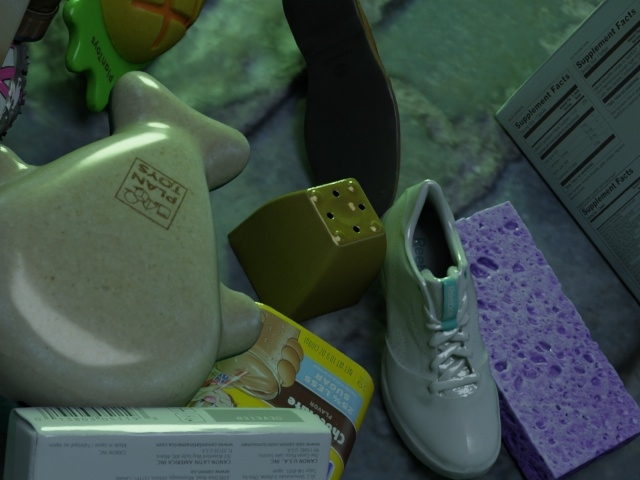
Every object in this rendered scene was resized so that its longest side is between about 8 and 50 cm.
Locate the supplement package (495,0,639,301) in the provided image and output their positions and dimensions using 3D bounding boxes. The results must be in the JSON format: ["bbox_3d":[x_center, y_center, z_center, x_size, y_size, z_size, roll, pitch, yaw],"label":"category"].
[{"bbox_3d":[0.328,-0.085,1.474,0.199,0.198,0.262,-28,77,-41],"label":"supplement package"}]

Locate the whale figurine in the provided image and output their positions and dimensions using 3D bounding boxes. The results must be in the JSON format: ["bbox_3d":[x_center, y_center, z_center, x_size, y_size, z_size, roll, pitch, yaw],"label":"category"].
[{"bbox_3d":[-0.139,0.016,1.145,0.216,0.141,0.272,31,46,-10],"label":"whale figurine"}]

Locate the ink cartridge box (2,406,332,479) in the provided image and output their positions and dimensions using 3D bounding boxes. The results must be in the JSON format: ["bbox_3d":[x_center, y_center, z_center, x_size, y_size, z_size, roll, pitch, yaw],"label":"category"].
[{"bbox_3d":[-0.096,0.208,1.043,0.181,0.056,0.224,3,102,-25],"label":"ink cartridge box"}]

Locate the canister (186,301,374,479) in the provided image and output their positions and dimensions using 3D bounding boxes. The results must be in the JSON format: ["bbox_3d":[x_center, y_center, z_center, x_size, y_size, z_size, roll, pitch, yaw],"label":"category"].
[{"bbox_3d":[-0.043,0.135,1.172,0.126,0.073,0.170,33,46,-10],"label":"canister"}]

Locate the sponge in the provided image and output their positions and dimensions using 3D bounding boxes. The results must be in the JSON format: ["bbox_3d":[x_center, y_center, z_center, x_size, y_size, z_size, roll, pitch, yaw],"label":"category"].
[{"bbox_3d":[0.152,0.077,1.364,0.117,0.031,0.210,-19,71,-39],"label":"sponge"}]

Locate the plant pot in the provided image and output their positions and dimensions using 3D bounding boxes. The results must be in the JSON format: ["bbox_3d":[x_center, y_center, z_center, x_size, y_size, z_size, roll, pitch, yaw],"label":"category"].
[{"bbox_3d":[0.000,0.000,1.284,0.081,0.083,0.081,-15,69,-40],"label":"plant pot"}]

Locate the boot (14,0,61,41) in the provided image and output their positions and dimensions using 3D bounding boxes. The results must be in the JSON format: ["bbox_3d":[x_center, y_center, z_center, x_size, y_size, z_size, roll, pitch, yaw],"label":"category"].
[{"bbox_3d":[-0.201,-0.238,1.270,0.082,0.106,0.219,19,31,-31],"label":"boot"}]

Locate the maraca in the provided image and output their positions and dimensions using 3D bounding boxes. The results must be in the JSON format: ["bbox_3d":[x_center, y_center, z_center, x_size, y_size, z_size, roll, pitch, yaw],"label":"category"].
[{"bbox_3d":[-0.138,-0.177,1.303,0.127,0.099,0.185,63,38,-46],"label":"maraca"}]

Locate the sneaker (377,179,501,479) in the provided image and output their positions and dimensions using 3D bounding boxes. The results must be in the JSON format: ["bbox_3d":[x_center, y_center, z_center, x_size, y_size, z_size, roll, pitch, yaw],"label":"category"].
[{"bbox_3d":[0.082,0.060,1.270,0.080,0.094,0.212,-8,71,-14],"label":"sneaker"}]

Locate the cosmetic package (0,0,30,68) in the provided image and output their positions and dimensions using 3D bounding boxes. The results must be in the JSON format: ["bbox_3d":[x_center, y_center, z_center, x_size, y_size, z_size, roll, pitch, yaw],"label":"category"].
[{"bbox_3d":[-0.262,-0.169,1.088,0.129,0.153,0.296,8,67,24],"label":"cosmetic package"}]

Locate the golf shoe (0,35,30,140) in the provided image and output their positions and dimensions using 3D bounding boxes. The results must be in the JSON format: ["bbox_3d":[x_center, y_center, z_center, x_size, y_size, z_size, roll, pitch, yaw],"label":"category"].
[{"bbox_3d":[-0.243,-0.084,1.196,0.086,0.067,0.186,20,50,-21],"label":"golf shoe"}]

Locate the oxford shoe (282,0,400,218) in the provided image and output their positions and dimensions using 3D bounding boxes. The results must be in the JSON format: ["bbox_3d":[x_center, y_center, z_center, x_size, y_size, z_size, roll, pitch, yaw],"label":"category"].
[{"bbox_3d":[0.028,-0.109,1.392,0.076,0.076,0.212,36,42,-65],"label":"oxford shoe"}]
